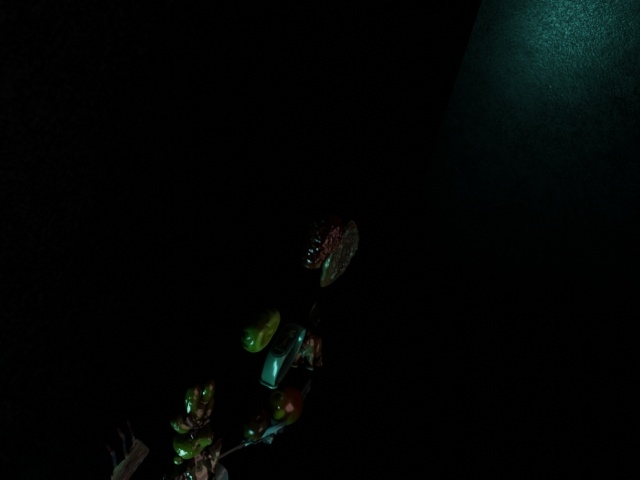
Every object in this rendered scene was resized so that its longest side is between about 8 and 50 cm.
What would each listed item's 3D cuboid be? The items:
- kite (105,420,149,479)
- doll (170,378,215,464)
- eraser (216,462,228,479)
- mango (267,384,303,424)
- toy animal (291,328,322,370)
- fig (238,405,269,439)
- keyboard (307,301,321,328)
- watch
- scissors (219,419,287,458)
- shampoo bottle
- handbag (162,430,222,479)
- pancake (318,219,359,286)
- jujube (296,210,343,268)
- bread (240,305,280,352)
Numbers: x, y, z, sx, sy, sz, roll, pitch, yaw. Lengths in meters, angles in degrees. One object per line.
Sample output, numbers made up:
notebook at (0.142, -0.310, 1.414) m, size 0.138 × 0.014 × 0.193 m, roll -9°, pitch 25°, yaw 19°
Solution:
kite at (-0.409, 0.455, 1.248) m, size 0.229 × 0.016 × 0.127 m, roll 98°, pitch 19°, yaw -49°
doll at (-0.298, 0.439, 1.456) m, size 0.137 × 0.097 × 0.209 m, roll -25°, pitch 133°, yaw -59°
eraser at (-0.370, 0.789, 1.788) m, size 0.227 × 0.081 × 0.174 m, roll -53°, pitch 162°, yaw -41°
mango at (-0.129, 0.616, 2.252) m, size 0.289 × 0.129 × 0.145 m, roll 86°, pitch 7°, yaw -75°
toy animal at (-0.042, 0.411, 2.293) m, size 0.312 × 0.097 × 0.157 m, roll 25°, pitch 84°, yaw -77°
fig at (-0.224, 0.606, 1.970) m, size 0.109 × 0.103 × 0.154 m, roll -22°, pitch 159°, yaw -36°
keyboard at (-0.023, 0.291, 2.314) m, size 0.067 × 0.011 × 0.202 m, roll -62°, pitch 165°, yaw -17°
watch at (-0.126, 0.379, 2.009) m, size 0.195 × 0.068 × 0.237 m, roll 100°, pitch 17°, yaw -52°
scissors at (-0.253, 0.685, 2.011) m, size 0.191 × 0.029 × 0.360 m, roll -31°, pitch 169°, yaw 26°
shampoo bottle at (-0.137, 0.695, 2.450) m, size 0.309 × 0.071 × 0.098 m, roll -54°, pitch 162°, yaw -37°
handbag at (-0.339, 0.648, 1.579) m, size 0.213 × 0.127 × 0.234 m, roll -38°, pitch 147°, yaw -56°
pancake at (0.070, 0.049, 2.170) m, size 0.282 × 0.049 × 0.282 m, roll -56°, pitch 162°, yaw -29°
jujube at (0.000, 0.000, 1.742) m, size 0.112 × 0.109 × 0.176 m, roll 30°, pitch 87°, yaw -41°
bread at (-0.165, 0.237, 1.622) m, size 0.139 × 0.071 × 0.130 m, roll -56°, pitch 160°, yaw -25°
